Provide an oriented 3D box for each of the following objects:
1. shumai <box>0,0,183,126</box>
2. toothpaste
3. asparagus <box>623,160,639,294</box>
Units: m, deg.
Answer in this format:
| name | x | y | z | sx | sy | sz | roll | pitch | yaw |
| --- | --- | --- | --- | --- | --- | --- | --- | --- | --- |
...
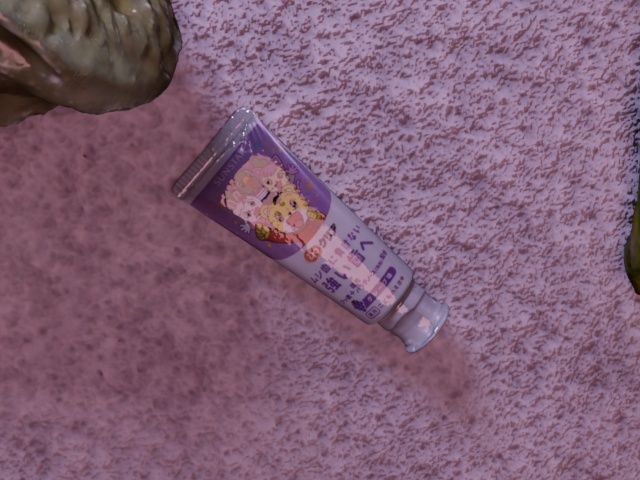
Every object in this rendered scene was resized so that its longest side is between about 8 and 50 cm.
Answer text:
| name | x | y | z | sx | sy | sz | roll | pitch | yaw |
| --- | --- | --- | --- | --- | --- | --- | --- | --- | --- |
| shumai | -0.344 | -0.183 | 1.010 | 0.397 | 0.324 | 0.323 | 40 | 111 | -16 |
| toothpaste | 0.000 | 0.000 | 1.253 | 0.299 | 0.073 | 0.114 | 39 | 96 | -13 |
| asparagus | 0.368 | -0.091 | 1.291 | 0.082 | 0.085 | 0.343 | 4 | 111 | 12 |
